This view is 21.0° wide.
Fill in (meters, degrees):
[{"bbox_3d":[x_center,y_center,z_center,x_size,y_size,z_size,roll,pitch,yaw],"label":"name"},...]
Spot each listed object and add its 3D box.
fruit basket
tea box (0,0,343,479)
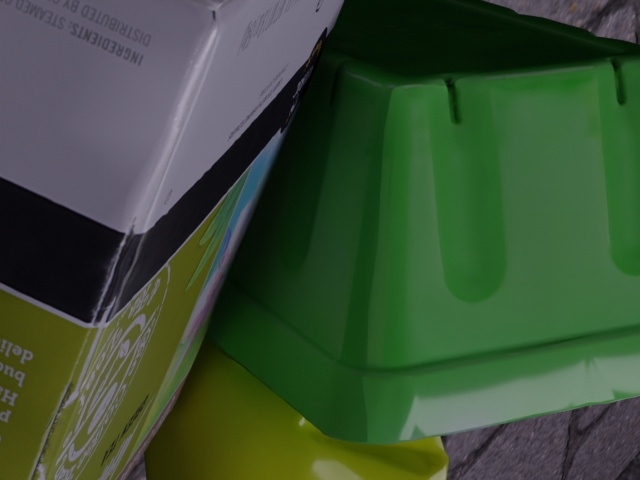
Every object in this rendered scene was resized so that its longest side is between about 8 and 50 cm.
[{"bbox_3d":[0.029,0.054,0.984,0.283,0.392,0.392,-8,132,-24],"label":"fruit basket"},{"bbox_3d":[-0.150,-0.031,0.727,0.323,0.220,0.329,-65,177,23],"label":"tea box"}]
